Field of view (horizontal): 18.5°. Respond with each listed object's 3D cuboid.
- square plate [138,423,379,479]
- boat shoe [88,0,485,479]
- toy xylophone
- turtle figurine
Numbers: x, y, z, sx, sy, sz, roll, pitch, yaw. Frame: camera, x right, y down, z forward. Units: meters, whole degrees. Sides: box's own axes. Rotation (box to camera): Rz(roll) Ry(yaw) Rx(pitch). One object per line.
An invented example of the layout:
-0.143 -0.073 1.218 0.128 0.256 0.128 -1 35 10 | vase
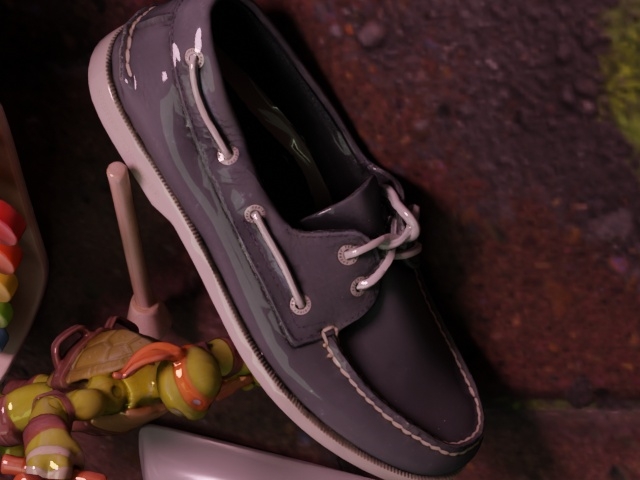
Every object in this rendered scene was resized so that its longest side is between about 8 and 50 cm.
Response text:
0.037 0.302 1.314 0.344 0.049 0.347 12 126 20 | square plate
0.000 0.000 1.083 0.099 0.116 0.319 -29 100 42 | boat shoe
-0.215 -0.011 1.147 0.236 0.081 0.322 20 156 18 | toy xylophone
-0.137 0.093 1.135 0.217 0.269 0.087 -14 97 38 | turtle figurine
